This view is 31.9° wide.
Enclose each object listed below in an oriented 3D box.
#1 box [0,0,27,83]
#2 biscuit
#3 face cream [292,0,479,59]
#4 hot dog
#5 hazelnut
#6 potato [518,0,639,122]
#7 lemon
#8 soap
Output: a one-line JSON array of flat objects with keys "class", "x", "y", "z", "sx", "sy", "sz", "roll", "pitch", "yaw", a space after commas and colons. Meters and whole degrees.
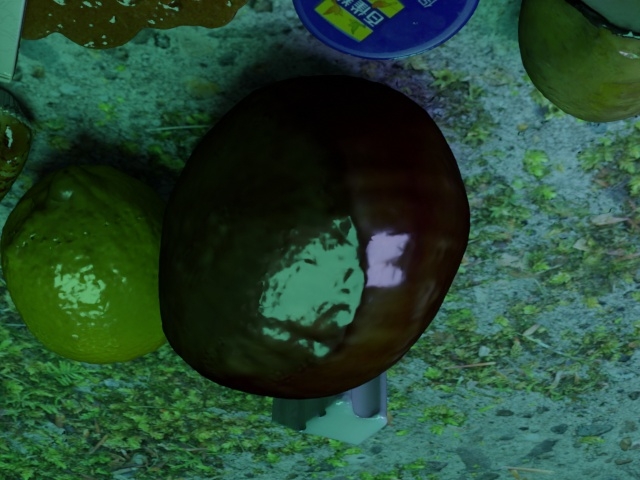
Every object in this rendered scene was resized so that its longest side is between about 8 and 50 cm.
[{"class": "box", "x": -0.383, "y": -0.267, "z": 1.244, "sx": 0.109, "sy": 0.029, "sz": 0.198, "roll": 15, "pitch": 138, "yaw": -12}, {"class": "biscuit", "x": -0.242, "y": -0.303, "z": 1.245, "sx": 0.334, "sy": 0.047, "sz": 0.202, "roll": -9, "pitch": 138, "yaw": 15}, {"class": "face cream", "x": 0.070, "y": -0.303, "z": 1.205, "sx": 0.206, "sy": 0.111, "sz": 0.206, "roll": 0, "pitch": 140, "yaw": 0}, {"class": "hot dog", "x": -0.456, "y": -0.105, "z": 1.465, "sx": 0.131, "sy": 0.069, "sz": 0.252, "roll": 17, "pitch": 138, "yaw": -21}, {"class": "hazelnut", "x": 0.000, "y": 0.000, "z": 1.375, "sx": 0.353, "sy": 0.421, "sz": 0.421, "roll": 20, "pitch": 155, "yaw": 39}, {"class": "potato", "x": 0.324, "y": -0.240, "z": 1.236, "sx": 0.229, "sy": 0.229, "sz": 0.266, "roll": -1, "pitch": 155, "yaw": 1}, {"class": "lemon", "x": -0.298, "y": 0.030, "z": 1.493, "sx": 0.245, "sy": 0.245, "sz": 0.320, "roll": -7, "pitch": 133, "yaw": 7}, {"class": "soap", "x": 0.014, "y": 0.163, "z": 1.619, "sx": 0.095, "sy": 0.289, "sz": 0.173, "roll": 26, "pitch": 132, "yaw": -25}]
